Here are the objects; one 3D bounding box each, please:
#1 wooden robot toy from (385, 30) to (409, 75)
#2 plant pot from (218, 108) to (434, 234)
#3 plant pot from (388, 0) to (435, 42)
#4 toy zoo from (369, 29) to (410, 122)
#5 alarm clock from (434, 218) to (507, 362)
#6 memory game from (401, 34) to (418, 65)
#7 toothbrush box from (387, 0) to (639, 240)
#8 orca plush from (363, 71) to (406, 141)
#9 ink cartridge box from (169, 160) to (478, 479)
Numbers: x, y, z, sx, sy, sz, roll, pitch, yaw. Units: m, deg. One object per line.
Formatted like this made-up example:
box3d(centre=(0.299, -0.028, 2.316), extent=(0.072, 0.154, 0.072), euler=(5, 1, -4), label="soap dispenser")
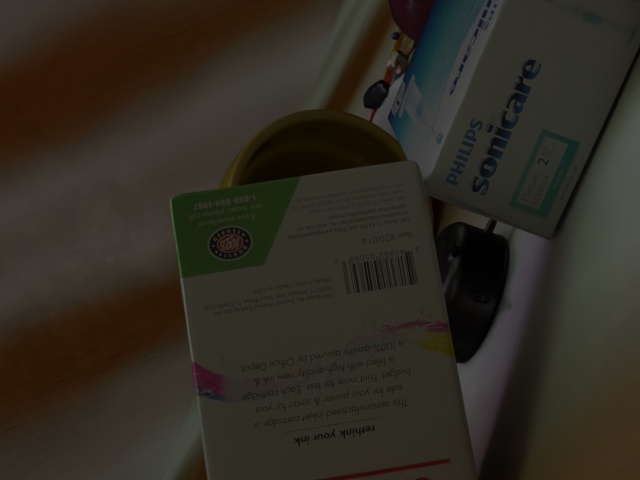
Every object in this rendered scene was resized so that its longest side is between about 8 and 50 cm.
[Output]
box3d(centre=(0.163, -0.317, 1.845), extent=(0.079, 0.076, 0.173), euler=(-5, -60, -60), label="wooden robot toy")
box3d(centre=(-0.020, -0.002, 1.547), extent=(0.239, 0.254, 0.254), euler=(140, 149, -67), label="plant pot")
box3d(centre=(0.150, -0.331, 1.502), extent=(0.180, 0.201, 0.201), euler=(92, -168, -63), label="plant pot")
box3d(centre=(0.126, -0.252, 1.969), extent=(0.192, 0.030, 0.293), euler=(153, 136, -78), label="toy zoo")
box3d(centre=(0.121, 0.058, 1.228), extent=(0.192, 0.064, 0.129), euler=(115, 170, -53), label="alarm clock")
box3d(centre=(0.161, -0.313, 1.736), extent=(0.186, 0.012, 0.186), euler=(-33, 51, 54), label="memory game")
box3d(centre=(0.168, -0.156, 1.159), extent=(0.295, 0.126, 0.216), euler=(-98, 29, -73), label="toothbrush box")
box3d(centre=(0.126, -0.112, 1.600), extent=(0.151, 0.102, 0.287), euler=(35, 125, 35), label="orca plush")
box3d(centre=(0.007, 0.131, 1.018), extent=(0.119, 0.207, 0.353), euler=(87, 174, -77), label="ink cartridge box")
